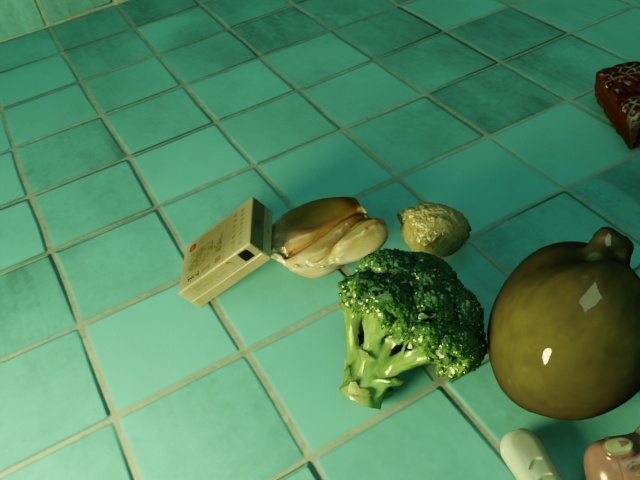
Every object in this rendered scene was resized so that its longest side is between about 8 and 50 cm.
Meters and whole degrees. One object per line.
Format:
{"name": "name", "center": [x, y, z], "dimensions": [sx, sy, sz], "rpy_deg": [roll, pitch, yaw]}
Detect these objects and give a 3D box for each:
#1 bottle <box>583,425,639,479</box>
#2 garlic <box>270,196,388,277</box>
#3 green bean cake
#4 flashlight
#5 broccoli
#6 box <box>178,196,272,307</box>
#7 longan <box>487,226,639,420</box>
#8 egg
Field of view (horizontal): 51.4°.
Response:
{"name": "bottle", "center": [0.484, 0.295, 0.881], "dimensions": [0.254, 0.120, 0.120], "rpy_deg": [-10, 43, 5]}
{"name": "garlic", "center": [0.000, 0.000, 1.317], "dimensions": [0.228, 0.110, 0.217], "rpy_deg": [-21, 34, -13]}
{"name": "green bean cake", "center": [0.724, -0.322, 1.529], "dimensions": [0.199, 0.097, 0.232], "rpy_deg": [-17, 44, -7]}
{"name": "flashlight", "center": [0.318, 0.348, 0.926], "dimensions": [0.093, 0.047, 0.200], "rpy_deg": [-16, 44, -8]}
{"name": "broccoli", "center": [0.130, 0.145, 1.066], "dimensions": [0.270, 0.270, 0.270], "rpy_deg": [30, 85, 34]}
{"name": "box", "center": [-0.183, 0.023, 1.285], "dimensions": [0.201, 0.058, 0.141], "rpy_deg": [-34, 36, 25]}
{"name": "longan", "center": [0.383, 0.125, 0.992], "dimensions": [0.243, 0.300, 0.300], "rpy_deg": [24, 48, 1]}
{"name": "egg", "center": [0.220, -0.022, 1.288], "dimensions": [0.140, 0.118, 0.116], "rpy_deg": [5, 49, 33]}
